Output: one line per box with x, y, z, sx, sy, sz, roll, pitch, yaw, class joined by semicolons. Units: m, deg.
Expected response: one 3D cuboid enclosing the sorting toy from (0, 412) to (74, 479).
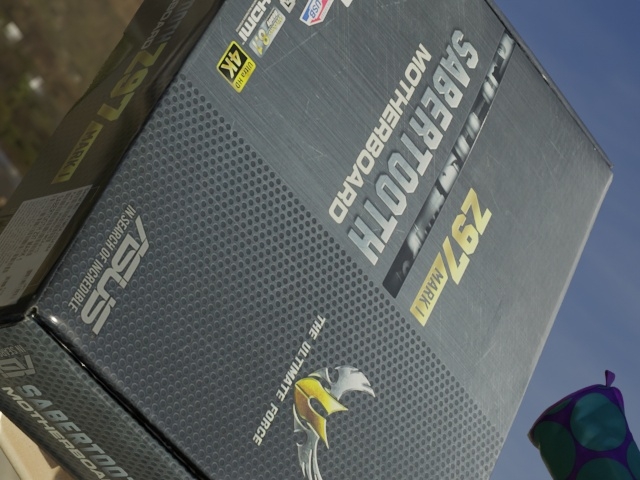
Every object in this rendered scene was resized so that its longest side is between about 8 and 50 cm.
-0.075;0.137;1.020;0.047;0.196;0.347;-103;172;-54;sorting toy

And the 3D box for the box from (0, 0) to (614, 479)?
0.000;0.000;0.574;0.059;0.232;0.183;-10;-50;43;box

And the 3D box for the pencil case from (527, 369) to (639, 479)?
0.194;0.163;1.077;0.151;0.070;0.064;59;13;19;pencil case
